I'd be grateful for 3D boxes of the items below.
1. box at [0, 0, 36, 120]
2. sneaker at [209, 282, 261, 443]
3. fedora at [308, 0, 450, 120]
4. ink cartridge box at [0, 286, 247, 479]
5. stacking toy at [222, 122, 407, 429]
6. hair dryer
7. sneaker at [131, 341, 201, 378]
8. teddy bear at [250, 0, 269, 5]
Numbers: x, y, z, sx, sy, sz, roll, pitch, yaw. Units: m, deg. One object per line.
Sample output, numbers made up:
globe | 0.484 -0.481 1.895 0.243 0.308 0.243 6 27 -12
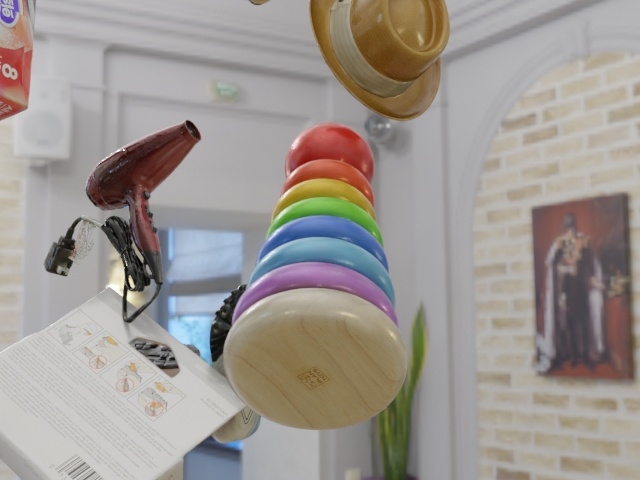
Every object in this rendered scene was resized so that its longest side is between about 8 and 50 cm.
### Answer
box | -0.393 -0.154 0.773 0.300 0.142 0.154 -13 -22 30
sneaker | -0.099 0.159 1.243 0.085 0.237 0.086 25 24 29
fedora | 0.078 -0.221 0.956 0.194 0.194 0.079 4 -22 -40
ink cartridge box | -0.280 0.215 1.203 0.296 0.066 0.261 33 46 27
stacking toy | 0.000 0.000 0.825 0.141 0.330 0.141 1 -51 1
hair dryer | -0.254 -0.041 1.333 0.223 0.293 0.080 23 -4 30
sneaker | -0.305 0.218 1.392 0.283 0.124 0.107 5 19 26
teddy bear | -0.034 -0.529 1.717 0.245 0.338 0.113 37 -22 10
